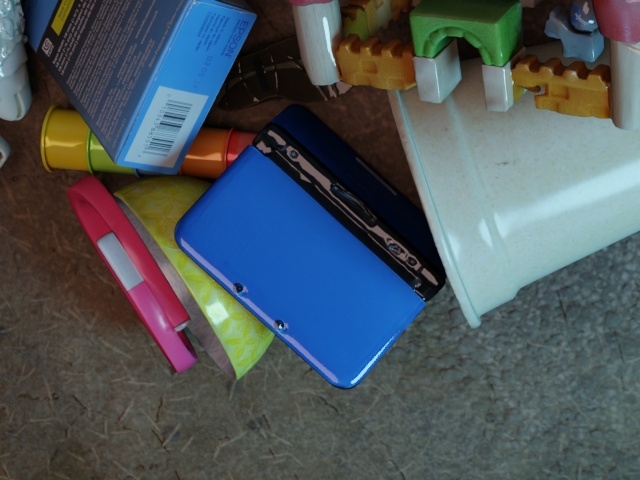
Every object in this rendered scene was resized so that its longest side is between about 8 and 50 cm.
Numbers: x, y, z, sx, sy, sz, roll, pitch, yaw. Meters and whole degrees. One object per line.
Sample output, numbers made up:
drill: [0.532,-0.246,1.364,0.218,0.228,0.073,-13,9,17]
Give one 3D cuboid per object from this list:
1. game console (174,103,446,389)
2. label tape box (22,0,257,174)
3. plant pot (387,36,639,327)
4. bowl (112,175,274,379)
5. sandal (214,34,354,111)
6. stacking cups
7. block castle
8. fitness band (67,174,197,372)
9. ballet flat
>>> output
game console: [0.000,0.000,1.703,0.293,0.250,0.173,43,109,-3]
label tape box: [-0.242,-0.279,1.730,0.334,0.106,0.241,51,121,39]
plant pot: [0.269,-0.100,1.593,0.305,0.334,0.334,-18,104,8]
bowl: [-0.128,0.021,1.775,0.156,0.289,0.289,-33,100,-13]
sandal: [-0.046,-0.214,1.757,0.219,0.060,0.090,-11,100,32]
stacking cups: [-0.207,-0.123,1.818,0.316,0.096,0.096,6,110,7]
block castle: [0.205,-0.299,1.465,0.453,0.303,0.213,12,129,31]
fitness band: [-0.247,0.045,1.820,0.054,0.209,0.291,-32,101,-10]
ballet flat: [-0.465,-0.174,1.839,0.147,0.147,0.409,35,121,1]
